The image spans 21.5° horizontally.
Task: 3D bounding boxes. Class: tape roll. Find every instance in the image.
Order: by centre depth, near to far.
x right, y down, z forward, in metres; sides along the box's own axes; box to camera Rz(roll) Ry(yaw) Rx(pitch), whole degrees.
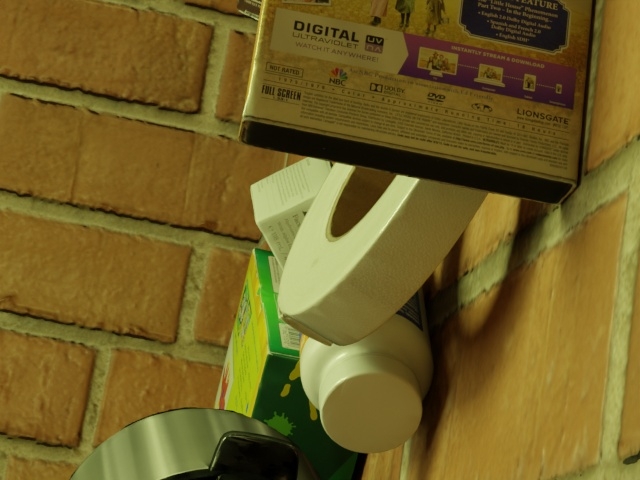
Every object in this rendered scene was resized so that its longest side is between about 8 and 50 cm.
[{"bbox_3d":[0.088,-0.068,1.772,0.392,0.072,0.392,-54,13,19],"label":"tape roll"}]

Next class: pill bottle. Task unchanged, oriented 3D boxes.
[{"bbox_3d":[0.051,0.117,1.932,0.272,0.152,0.152,-91,15,-59],"label":"pill bottle"}]

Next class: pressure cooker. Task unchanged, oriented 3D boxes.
[{"bbox_3d":[-0.130,0.414,1.926,0.369,0.376,0.420,61,177,-13],"label":"pressure cooker"}]

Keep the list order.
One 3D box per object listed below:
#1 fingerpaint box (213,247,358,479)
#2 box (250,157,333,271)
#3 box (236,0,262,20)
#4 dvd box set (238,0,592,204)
[{"bbox_3d":[-0.052,0.261,2.383,0.445,0.163,0.371,-106,30,-73],"label":"fingerpaint box"},{"bbox_3d":[0.000,0.000,2.257,0.181,0.119,0.182,62,-176,-18],"label":"box"},{"bbox_3d":[0.004,-0.421,2.636,0.203,0.168,0.167,-26,-44,-55],"label":"box"},{"bbox_3d":[0.103,-0.259,1.574,0.062,0.308,0.420,117,162,-68],"label":"dvd box set"}]
